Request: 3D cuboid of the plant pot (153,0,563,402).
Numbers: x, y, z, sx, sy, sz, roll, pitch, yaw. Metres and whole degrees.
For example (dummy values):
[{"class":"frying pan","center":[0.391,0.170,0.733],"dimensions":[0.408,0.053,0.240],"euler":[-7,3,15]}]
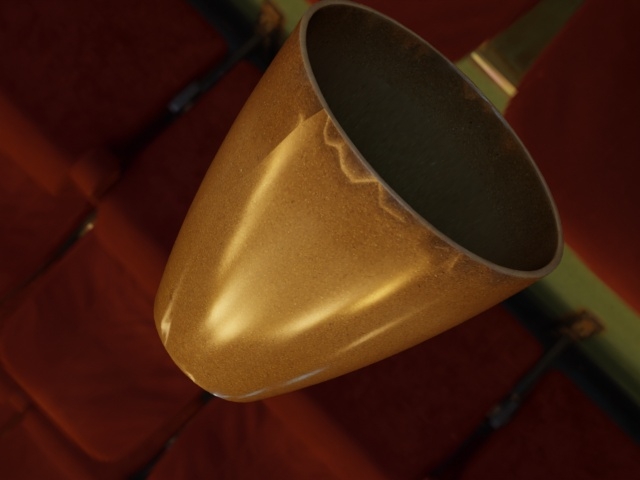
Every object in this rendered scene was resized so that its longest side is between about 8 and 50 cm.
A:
[{"class":"plant pot","center":[0.000,0.000,0.826],"dimensions":[0.237,0.254,0.237],"euler":[32,-146,-25]}]
